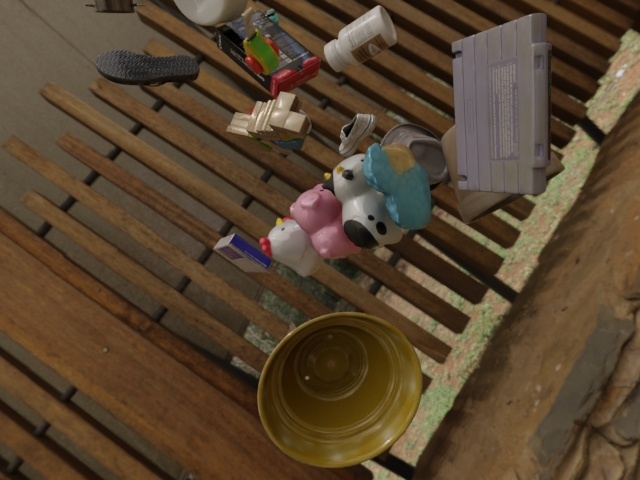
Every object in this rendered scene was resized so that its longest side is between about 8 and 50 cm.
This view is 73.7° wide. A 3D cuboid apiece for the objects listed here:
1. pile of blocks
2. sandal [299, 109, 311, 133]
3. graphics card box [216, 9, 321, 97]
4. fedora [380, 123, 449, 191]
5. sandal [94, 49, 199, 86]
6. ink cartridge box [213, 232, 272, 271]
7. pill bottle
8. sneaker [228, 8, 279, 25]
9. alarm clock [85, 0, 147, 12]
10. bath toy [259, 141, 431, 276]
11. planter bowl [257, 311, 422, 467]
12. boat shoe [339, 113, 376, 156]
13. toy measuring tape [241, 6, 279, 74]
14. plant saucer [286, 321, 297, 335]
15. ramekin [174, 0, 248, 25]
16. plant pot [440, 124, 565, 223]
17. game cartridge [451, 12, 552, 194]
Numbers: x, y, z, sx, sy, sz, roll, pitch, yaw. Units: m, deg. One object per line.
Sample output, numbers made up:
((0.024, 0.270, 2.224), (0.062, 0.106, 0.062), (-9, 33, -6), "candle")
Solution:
((-0.107, -0.305, 1.097), (0.362, 0.149, 0.112), (16, 83, 56), "pile of blocks")
((-0.157, -0.391, 1.407), (0.076, 0.265, 0.102), (-71, -25, -55), "sandal")
((-0.209, -0.746, 1.697), (0.233, 0.371, 0.094), (-40, -14, -26), "graphics card box")
((0.354, -0.290, 1.509), (0.243, 0.275, 0.124), (-56, 16, -5), "fedora")
((-0.438, -0.430, 1.100), (0.254, 0.097, 0.054), (-12, -19, -34), "sandal")
((-0.300, 0.054, 1.653), (0.069, 0.176, 0.371), (-56, 17, -14), "ink cartridge box")
((0.133, -0.678, 1.459), (0.229, 0.131, 0.131), (-20, 14, 31), "pill bottle")
((-0.269, -0.932, 1.866), (0.295, 0.178, 0.124), (-61, -27, -44), "sneaker")
((-0.703, -0.827, 1.491), (0.129, 0.192, 0.064), (-87, 1, -64), "alarm clock")
((0.014, -0.038, 0.715), (0.348, 0.129, 0.151), (-29, 60, 50), "bath toy")
((0.021, 0.188, 0.590), (0.217, 0.217, 0.090), (-57, 13, 2), "planter bowl")
((0.104, -0.361, 1.433), (0.226, 0.076, 0.083), (138, 142, -59), "boat shoe")
((-0.190, -0.627, 1.393), (0.121, 0.121, 0.330), (-56, 4, -3), "toy measuring tape")
((-0.021, 0.367, 1.274), (0.041, 0.278, 0.278), (-34, -10, -7), "plant saucer")
((-0.412, -0.925, 1.547), (0.135, 0.277, 0.277), (-59, -3, -45), "ramekin")
((0.531, -0.249, 1.336), (0.323, 0.280, 0.323), (-27, -10, -5), "plant pot")
((0.400, -0.284, 0.954), (0.068, 0.230, 0.355), (-14, -75, -28), "game cartridge")
